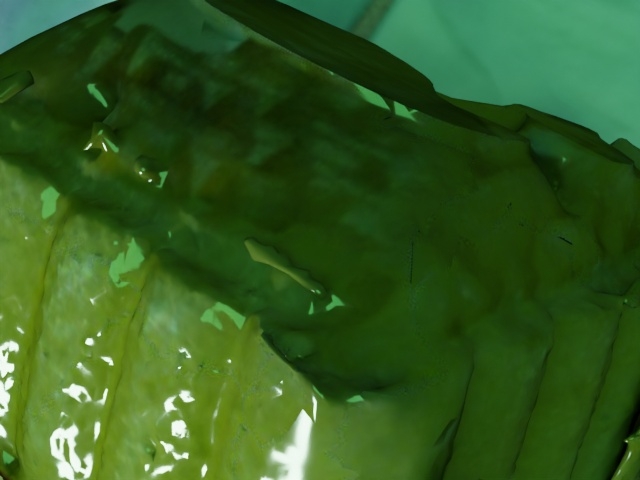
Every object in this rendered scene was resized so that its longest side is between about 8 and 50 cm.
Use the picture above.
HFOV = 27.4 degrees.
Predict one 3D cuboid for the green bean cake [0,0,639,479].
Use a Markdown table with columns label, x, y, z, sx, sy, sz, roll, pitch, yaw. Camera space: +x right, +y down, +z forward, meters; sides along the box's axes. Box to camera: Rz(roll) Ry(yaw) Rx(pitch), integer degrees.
| label | x | y | z | sx | sy | sz | roll | pitch | yaw |
| --- | --- | --- | --- | --- | --- | --- | --- | --- | --- |
| green bean cake | 0.000 | 0.000 | 0.562 | 0.310 | 0.285 | 0.202 | 34 | 122 | 30 |

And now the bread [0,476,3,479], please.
| label | x | y | z | sx | sy | sz | roll | pitch | yaw |
| --- | --- | --- | --- | --- | --- | --- | --- | --- | --- |
| bread | -0.220 | 0.224 | 0.693 | 0.267 | 0.040 | 0.267 | 0 | 91 | 10 |
